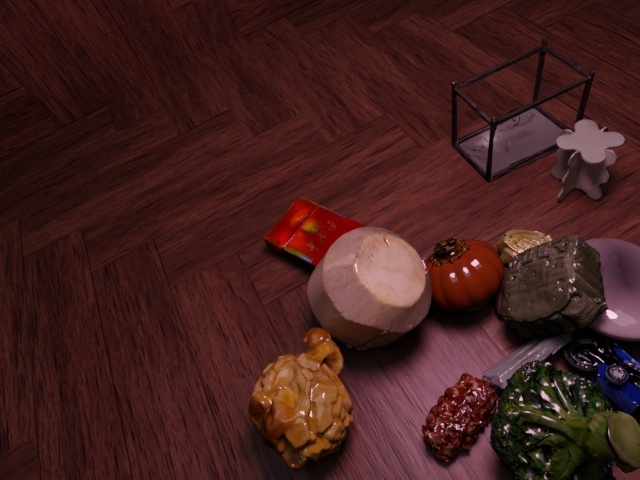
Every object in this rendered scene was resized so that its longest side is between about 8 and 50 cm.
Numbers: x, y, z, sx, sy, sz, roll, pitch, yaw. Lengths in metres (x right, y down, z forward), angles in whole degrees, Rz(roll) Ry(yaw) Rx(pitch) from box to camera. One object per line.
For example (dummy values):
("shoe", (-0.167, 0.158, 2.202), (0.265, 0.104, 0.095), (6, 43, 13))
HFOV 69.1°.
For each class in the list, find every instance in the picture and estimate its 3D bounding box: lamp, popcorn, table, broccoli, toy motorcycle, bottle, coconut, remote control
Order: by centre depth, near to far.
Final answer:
("broccoli", (0.503, 0.384, 0.937), (0.298, 0.297, 0.297), (8, 63, -15))
("toy motorcycle", (0.705, 0.308, 1.040), (0.169, 0.113, 0.315), (-25, 44, -15))
("popcorn", (-0.041, 0.379, 1.133), (0.265, 0.225, 0.332), (-13, 50, 39))
("remote control", (0.729, 0.110, 1.147), (0.221, 0.103, 0.332), (1, 42, 16))
("coconut", (0.122, 0.126, 1.213), (0.323, 0.323, 0.323), (-8, 54, 11))
("lamp", (0.371, 0.090, 1.231), (0.223, 0.196, 0.223), (-30, 14, 8))
("bottle", (0.490, 0.137, 1.252), (0.053, 0.053, 0.140), (-7, 54, 11))
("table", (0.752, -0.216, 1.337), (0.167, 0.198, 0.166), (-7, 54, 10))
("table", (0.618, -0.407, 1.465), (0.335, 0.272, 0.222), (-26, 53, -3))

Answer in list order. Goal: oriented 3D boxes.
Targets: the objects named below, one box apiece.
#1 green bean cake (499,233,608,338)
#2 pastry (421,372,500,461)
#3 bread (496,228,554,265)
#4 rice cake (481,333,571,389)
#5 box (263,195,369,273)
("green bean cake", (0.554, 0.115, 1.115), (0.222, 0.125, 0.227), (-31, 31, 52))
("pastry", (0.324, 0.411, 1.083), (0.208, 0.097, 0.115), (-42, 45, -13))
("bread", (0.575, 0.028, 1.300), (0.156, 0.064, 0.117), (18, 58, 28))
("rice cake", (0.500, 0.284, 1.126), (0.226, 0.085, 0.040), (-33, 89, -7))
("box", (0.000, 0.001, 1.469), (0.313, 0.089, 0.197), (26, 67, 30))
